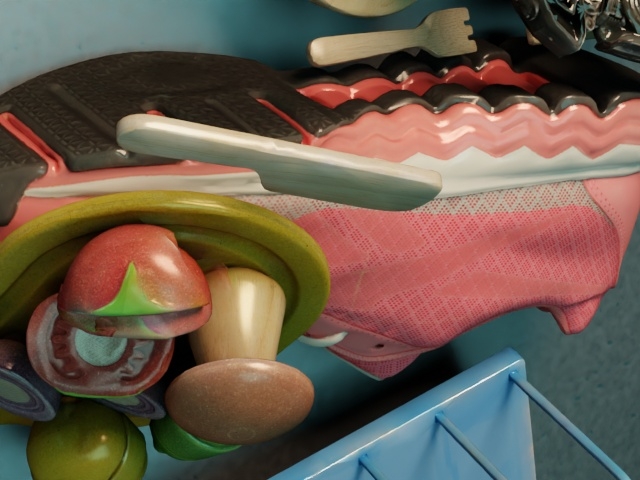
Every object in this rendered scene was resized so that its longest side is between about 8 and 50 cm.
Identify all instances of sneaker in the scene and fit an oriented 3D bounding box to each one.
[{"bbox_3d":[0.001,0.000,0.681,0.313,0.116,0.136,-5,113,-21],"label":"sneaker"}]

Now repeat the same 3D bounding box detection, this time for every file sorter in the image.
[{"bbox_3d":[0.045,0.151,0.718,0.170,0.104,0.118,-27,131,-18],"label":"file sorter"}]

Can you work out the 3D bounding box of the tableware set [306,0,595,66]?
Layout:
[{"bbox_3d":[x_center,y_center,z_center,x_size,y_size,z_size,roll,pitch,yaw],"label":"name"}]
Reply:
[{"bbox_3d":[0.055,-0.140,0.718,0.194,0.039,0.128,-10,88,-29],"label":"tableware set"}]

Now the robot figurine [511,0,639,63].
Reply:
[{"bbox_3d":[0.070,-0.195,0.661,0.291,0.085,0.211,32,70,-21],"label":"robot figurine"}]

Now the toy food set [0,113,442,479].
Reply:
[{"bbox_3d":[-0.061,0.046,0.607,0.128,0.218,0.071,15,53,-29],"label":"toy food set"}]
